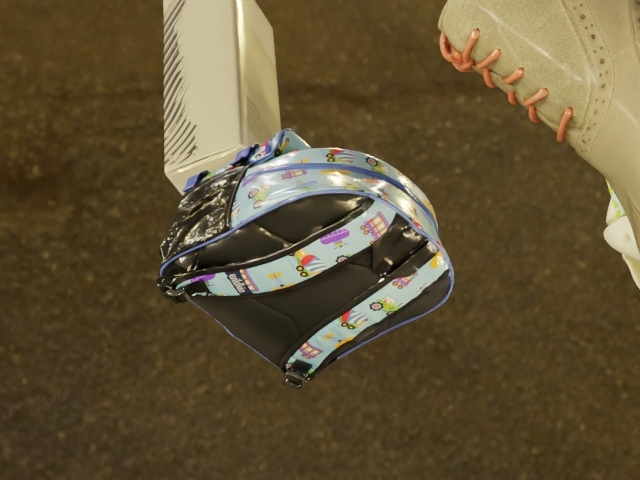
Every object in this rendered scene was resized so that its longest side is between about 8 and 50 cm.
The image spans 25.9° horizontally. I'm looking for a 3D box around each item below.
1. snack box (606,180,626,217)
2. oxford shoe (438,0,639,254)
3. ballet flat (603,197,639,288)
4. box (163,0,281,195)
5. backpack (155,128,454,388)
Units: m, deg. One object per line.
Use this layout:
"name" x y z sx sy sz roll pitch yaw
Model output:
"snack box" 0.291 -0.057 1.019 0.141 0.100 0.037 -13 84 -39
"oxford shoe" 0.129 -0.090 0.726 0.130 0.123 0.348 -15 68 -8
"ballet flat" 0.408 0.019 1.524 0.182 0.483 0.164 21 72 35
"box" -0.107 -0.158 1.517 0.094 0.113 0.275 -20 48 16
"backpack" 0.000 0.000 0.936 0.158 0.173 0.117 39 40 -30
